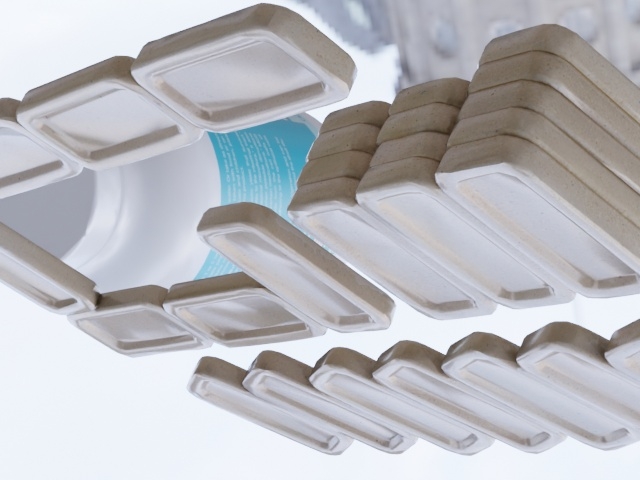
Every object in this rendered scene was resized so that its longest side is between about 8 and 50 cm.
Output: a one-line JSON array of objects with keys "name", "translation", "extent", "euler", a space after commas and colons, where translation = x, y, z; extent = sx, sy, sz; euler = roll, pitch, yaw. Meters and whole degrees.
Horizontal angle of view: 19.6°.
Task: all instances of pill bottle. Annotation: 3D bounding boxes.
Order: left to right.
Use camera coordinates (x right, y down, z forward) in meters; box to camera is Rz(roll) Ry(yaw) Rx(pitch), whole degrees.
[{"name": "pill bottle", "translation": [-0.095, -0.024, 1.123], "extent": [0.146, 0.146, 0.264], "euler": [4, 180, 28]}]

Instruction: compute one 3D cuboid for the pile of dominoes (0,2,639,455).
[{"name": "pile of dominoes", "translation": [0.000, 0.000, 0.524], "extent": [0.251, 0.196, 0.040], "euler": [-10, -129, 53]}]
